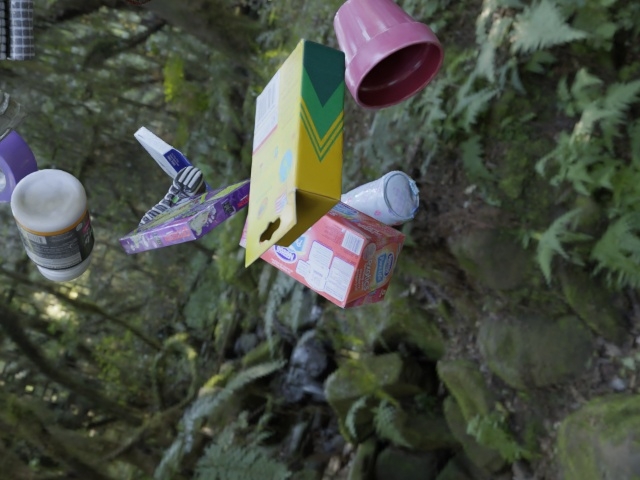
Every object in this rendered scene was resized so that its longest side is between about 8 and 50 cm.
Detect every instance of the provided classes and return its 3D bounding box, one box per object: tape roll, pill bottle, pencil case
[{"bbox_3d":[-0.777,-0.189,1.984,0.080,0.189,0.189,-56,-11,-43],"label":"tape roll"},{"bbox_3d":[-0.610,-0.026,1.920,0.278,0.162,0.162,105,180,-59],"label":"pill bottle"},{"bbox_3d":[0.100,-0.073,1.905,0.273,0.113,0.124,-20,26,47],"label":"pencil case"}]

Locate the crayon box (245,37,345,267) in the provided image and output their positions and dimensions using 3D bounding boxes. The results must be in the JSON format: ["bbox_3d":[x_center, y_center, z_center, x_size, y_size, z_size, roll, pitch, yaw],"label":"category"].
[{"bbox_3d":[-0.041,-0.126,1.313,0.202,0.081,0.319,142,136,-57],"label":"crayon box"}]

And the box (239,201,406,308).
[{"bbox_3d":[0.000,0.000,1.674,0.142,0.300,0.154,-3,-64,-51],"label":"box"}]

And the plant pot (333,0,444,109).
[{"bbox_3d":[0.121,-0.396,1.683,0.180,0.201,0.201,62,157,23],"label":"plant pot"}]

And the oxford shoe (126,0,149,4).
[{"bbox_3d":[-0.445,-0.634,1.704,0.130,0.123,0.348,60,176,25],"label":"oxford shoe"}]

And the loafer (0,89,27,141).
[{"bbox_3d":[-0.680,-0.171,1.597,0.319,0.111,0.112,-36,45,33],"label":"loafer"}]

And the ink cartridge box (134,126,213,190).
[{"bbox_3d":[-0.463,-0.241,2.633,0.045,0.224,0.223,-49,-37,-11],"label":"ink cartridge box"}]

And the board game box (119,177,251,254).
[{"bbox_3d":[-0.290,-0.052,1.846,0.208,0.056,0.346,-32,13,-34],"label":"board game box"}]

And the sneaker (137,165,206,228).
[{"bbox_3d":[-0.419,-0.073,2.460,0.281,0.106,0.162,-53,-17,-8],"label":"sneaker"}]

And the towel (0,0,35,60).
[{"bbox_3d":[-0.690,-0.510,1.803,0.283,0.121,0.235,28,120,58],"label":"towel"}]
